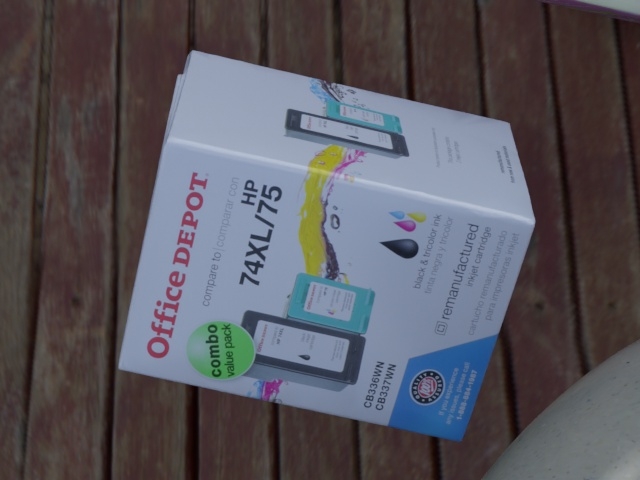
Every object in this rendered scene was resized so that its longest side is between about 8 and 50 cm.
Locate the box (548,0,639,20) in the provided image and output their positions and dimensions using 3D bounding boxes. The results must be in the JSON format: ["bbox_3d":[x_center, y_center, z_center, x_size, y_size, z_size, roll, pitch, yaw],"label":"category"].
[{"bbox_3d":[0.229,-0.301,1.248,0.243,0.117,0.214,8,99,-21],"label":"box"}]

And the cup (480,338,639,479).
[{"bbox_3d":[0.185,0.241,0.879,0.237,0.331,0.331,-19,70,-32],"label":"cup"}]

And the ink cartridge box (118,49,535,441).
[{"bbox_3d":[0.000,0.000,1.167,0.270,0.198,0.197,12,26,-5],"label":"ink cartridge box"}]
